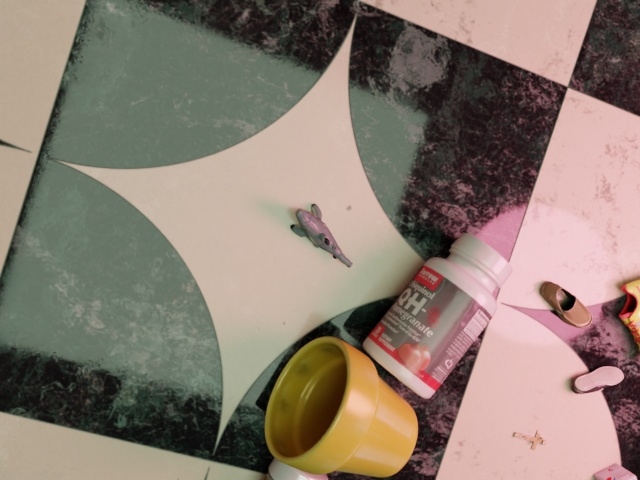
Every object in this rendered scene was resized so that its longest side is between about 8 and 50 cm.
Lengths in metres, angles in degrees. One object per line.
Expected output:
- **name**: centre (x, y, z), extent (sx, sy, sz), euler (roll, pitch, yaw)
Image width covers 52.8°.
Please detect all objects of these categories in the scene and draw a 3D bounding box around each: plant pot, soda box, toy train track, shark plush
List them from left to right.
- **shark plush**: centre (0.000, 0.000, 1.314), extent (0.073, 0.067, 0.161), euler (-33, 101, -7)
- **plant pot**: centre (0.057, 0.354, 1.282), extent (0.239, 0.254, 0.254), euler (33, 88, -27)
- **toy train track**: centre (0.484, 0.457, 1.483), extent (0.083, 0.014, 0.048), euler (18, 92, -12)
- **soda box**: centre (0.721, 0.645, 1.517), extent (0.069, 0.074, 0.216), euler (-21, 99, -9)

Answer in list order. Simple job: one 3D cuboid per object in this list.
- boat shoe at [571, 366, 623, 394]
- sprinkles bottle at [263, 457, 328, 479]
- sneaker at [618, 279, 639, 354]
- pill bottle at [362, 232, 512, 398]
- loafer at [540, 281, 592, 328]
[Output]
- **boat shoe**: centre (0.639, 0.326, 1.489), extent (0.125, 0.038, 0.046), euler (-16, 57, -15)
- **sprinkles bottle**: centre (-0.123, 0.609, 1.321), extent (0.121, 0.121, 0.356), euler (32, 89, -12)
- **sneaker**: centre (0.731, 0.188, 1.480), extent (0.094, 0.081, 0.209), euler (-5, 90, -4)
- **pill bottle**: centre (0.247, 0.148, 1.323), extent (0.176, 0.176, 0.319), euler (39, 87, -12)
- **loafer**: centre (0.558, 0.150, 1.449), extent (0.148, 0.050, 0.056), euler (36, 88, -12)
